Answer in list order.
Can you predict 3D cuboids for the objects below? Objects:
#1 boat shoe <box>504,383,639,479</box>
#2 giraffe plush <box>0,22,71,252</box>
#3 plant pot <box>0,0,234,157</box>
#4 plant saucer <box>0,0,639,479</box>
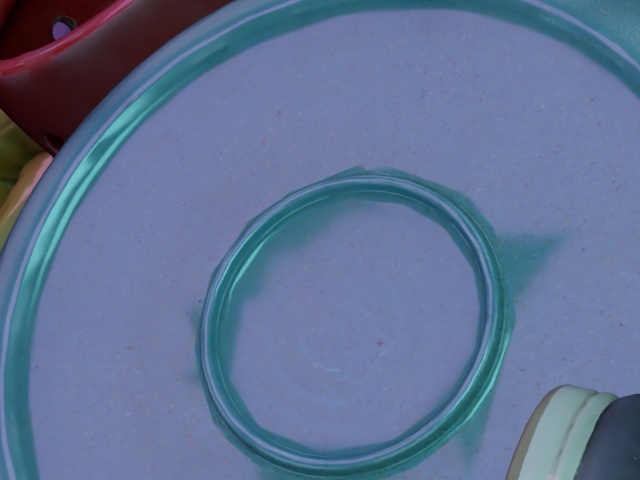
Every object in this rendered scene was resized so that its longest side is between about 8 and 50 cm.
[{"bbox_3d":[0.080,0.167,0.343,0.092,0.103,0.285,-6,62,22],"label":"boat shoe"},{"bbox_3d":[-0.190,-0.075,1.041,0.210,0.181,0.170,-52,5,6],"label":"giraffe plush"},{"bbox_3d":[-0.051,-0.092,0.837,0.191,0.174,0.191,-33,28,20],"label":"plant pot"},{"bbox_3d":[0.014,0.031,0.546,0.317,0.044,0.318,-9,63,18],"label":"plant saucer"}]
